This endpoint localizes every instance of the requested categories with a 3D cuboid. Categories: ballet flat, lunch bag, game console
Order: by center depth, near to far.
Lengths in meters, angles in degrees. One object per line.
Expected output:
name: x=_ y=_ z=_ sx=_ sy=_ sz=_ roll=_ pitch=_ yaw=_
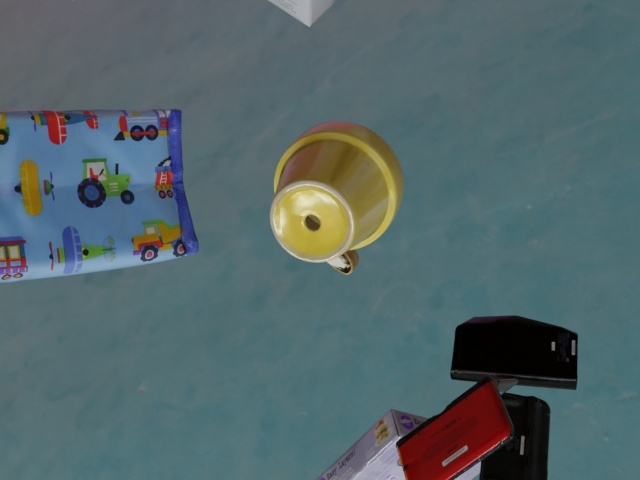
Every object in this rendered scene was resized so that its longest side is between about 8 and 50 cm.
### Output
lunch bag: x=-0.285 y=-0.032 z=0.879 sx=0.293 sy=0.221 sz=0.138 roll=-6 pitch=90 yaw=54
game console: x=0.167 y=0.225 z=1.075 sx=0.144 sy=0.085 sz=0.124 roll=-42 pitch=35 yaw=21
game console: x=0.317 y=0.274 z=1.578 sx=0.213 sy=0.044 sz=0.361 roll=3 pitch=48 yaw=14
ballet flat: x=0.000 y=0.000 z=2.297 sx=0.080 sy=0.232 sz=0.073 roll=-47 pitch=15 yaw=32

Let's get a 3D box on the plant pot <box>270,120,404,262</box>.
plant pot: x=0.015 y=-0.077 z=1.815 sx=0.254 sy=0.254 sz=0.239 roll=-31 pitch=11 yaw=27

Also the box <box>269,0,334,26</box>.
box: x=-0.053 y=-0.268 z=0.730 sx=0.145 sy=0.186 sz=0.038 roll=36 pitch=69 yaw=14

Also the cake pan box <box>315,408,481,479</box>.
cake pan box: x=0.153 y=0.434 z=1.762 sx=0.267 sy=0.246 sz=0.070 roll=-51 pitch=35 yaw=31
